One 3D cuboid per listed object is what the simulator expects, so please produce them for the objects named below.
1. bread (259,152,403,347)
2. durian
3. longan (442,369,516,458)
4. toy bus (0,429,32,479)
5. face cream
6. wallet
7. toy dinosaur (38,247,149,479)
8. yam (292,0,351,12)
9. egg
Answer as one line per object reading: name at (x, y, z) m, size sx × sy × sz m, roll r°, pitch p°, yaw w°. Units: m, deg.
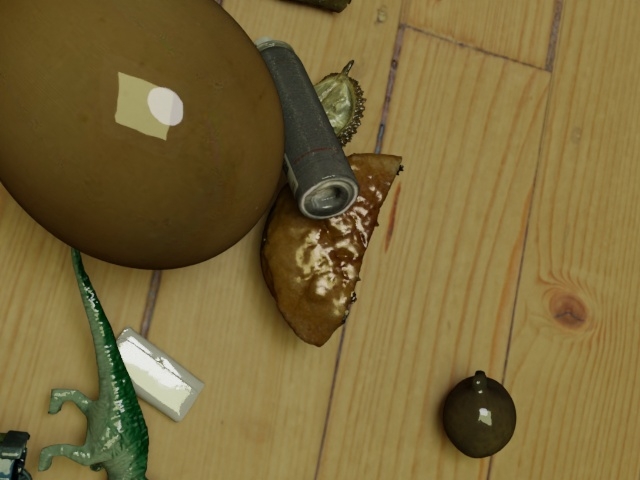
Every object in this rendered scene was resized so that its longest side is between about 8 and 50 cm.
bread at (-0.006, -0.009, 0.997) m, size 0.134 × 0.129 × 0.260 m, roll 28°, pitch 76°, yaw -11°
durian at (0.014, -0.167, 1.043) m, size 0.110 × 0.071 × 0.140 m, roll 34°, pitch 91°, yaw 27°
longan at (0.209, 0.224, 1.049) m, size 0.106 × 0.106 × 0.119 m, roll -13°, pitch 113°, yaw -18°
toy bus at (-0.415, 0.350, 0.825) m, size 0.190 × 0.152 × 0.312 m, roll 11°, pitch 81°, yaw -17°
face cream at (-0.031, -0.149, 0.965) m, size 0.073 × 0.073 × 0.283 m, roll -9°, pitch 52°, yaw -18°
wallet at (-0.205, 0.164, 0.973) m, size 0.122 × 0.025 × 0.061 m, roll 39°, pitch 69°, yaw -10°
toy dinosaur at (-0.275, 0.186, 0.910) m, size 0.129 × 0.076 × 0.383 m, roll -20°, pitch 103°, yaw -16°
yam at (-0.077, -0.359, 1.044) m, size 0.253 × 0.061 × 0.061 m, roll 15°, pitch 81°, yaw -16°
egg at (-0.210, -0.141, 0.854) m, size 0.374 × 0.301 × 0.301 m, roll 41°, pitch 75°, yaw -7°
